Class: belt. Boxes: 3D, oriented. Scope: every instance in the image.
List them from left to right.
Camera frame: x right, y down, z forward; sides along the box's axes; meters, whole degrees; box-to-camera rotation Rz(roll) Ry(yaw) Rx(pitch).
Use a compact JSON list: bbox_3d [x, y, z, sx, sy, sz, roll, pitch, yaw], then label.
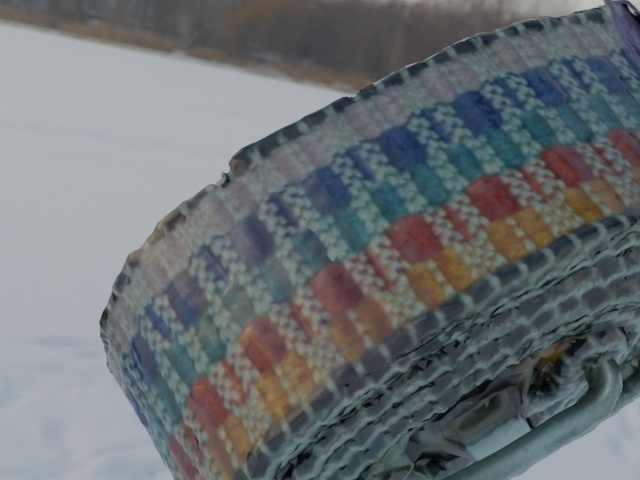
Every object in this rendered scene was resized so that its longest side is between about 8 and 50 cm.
[{"bbox_3d":[0.060,0.038,0.661,0.160,0.295,0.207,57,-12,30],"label":"belt"}]
